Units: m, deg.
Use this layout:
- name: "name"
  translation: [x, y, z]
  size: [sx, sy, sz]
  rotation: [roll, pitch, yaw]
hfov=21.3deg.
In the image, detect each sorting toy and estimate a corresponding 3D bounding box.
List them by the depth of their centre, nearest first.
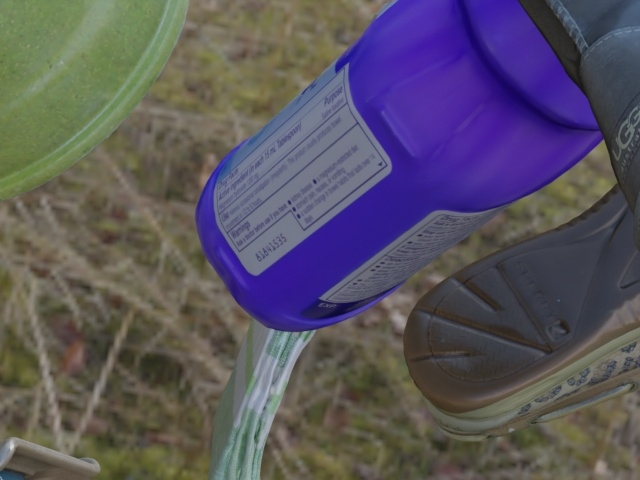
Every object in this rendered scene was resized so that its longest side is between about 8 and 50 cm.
- name: "sorting toy"
  translation: [-0.344, 0.254, 1.403]
  size: [0.041, 0.307, 0.229]
  rotation: [63, 5, 14]

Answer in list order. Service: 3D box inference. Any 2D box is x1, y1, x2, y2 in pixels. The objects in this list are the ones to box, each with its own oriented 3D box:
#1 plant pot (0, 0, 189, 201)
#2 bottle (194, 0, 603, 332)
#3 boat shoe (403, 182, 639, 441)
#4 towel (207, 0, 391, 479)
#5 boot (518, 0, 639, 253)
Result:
- name: "plant pot"
  translation: [-0.267, -0.201, 1.125]
  size: [0.276, 0.276, 0.254]
  rotation: [42, -4, 43]
- name: "bottle"
  translation: [0.056, -0.055, 0.665]
  size: [0.118, 0.283, 0.092]
  rotation: [-32, 86, -37]
- name: "boat shoe"
  translation: [0.181, 0.022, 0.921]
  size: [0.285, 0.089, 0.104]
  rotation: [-22, 58, 1]
- name: "towel"
  translation: [0.000, 0.000, 1.106]
  size: [0.038, 0.325, 0.248]
  rotation: [21, 7, -5]
- name: "boot"
  translation: [0.116, -0.066, 0.442]
  size: [0.189, 0.076, 0.208]
  rotation: [10, 34, -28]
